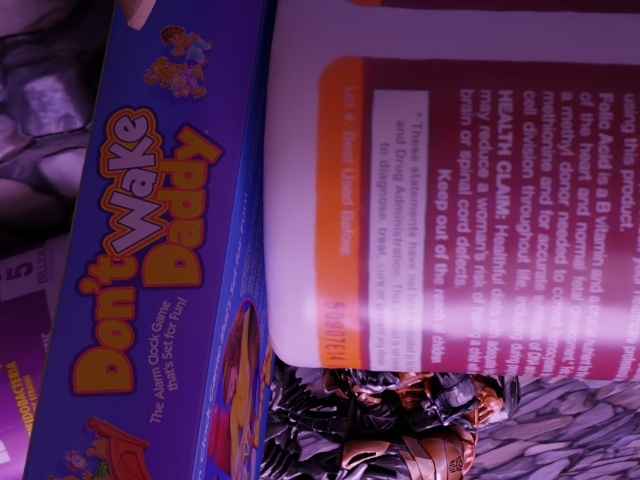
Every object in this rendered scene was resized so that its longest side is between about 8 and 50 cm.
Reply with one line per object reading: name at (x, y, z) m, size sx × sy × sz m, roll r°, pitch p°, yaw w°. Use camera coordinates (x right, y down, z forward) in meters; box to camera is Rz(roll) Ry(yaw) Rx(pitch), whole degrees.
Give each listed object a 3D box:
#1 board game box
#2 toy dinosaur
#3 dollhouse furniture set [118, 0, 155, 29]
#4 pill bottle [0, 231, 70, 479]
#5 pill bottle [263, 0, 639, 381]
board game box at (-0.075, 0.050, 0.893) m, size 0.078 × 0.347 × 0.233 m, roll 5°, pitch 156°, yaw 6°
toy dinosaur at (0.046, 0.148, 1.301) m, size 0.218 × 0.322 × 0.164 m, roll -1°, pitch -179°, yaw 10°
dollhouse furniture set at (-0.162, -0.161, 0.646) m, size 0.262 × 0.135 × 0.259 m, roll -4°, pitch 153°, yaw -27°
pill bottle at (-0.261, 0.112, 1.120) m, size 0.301 × 0.169 × 0.169 m, roll -18°, pitch 156°, yaw 1°
pill bottle at (0.173, -0.036, 0.883) m, size 0.392 × 0.224 × 0.224 m, roll 3°, pitch 155°, yaw 3°
